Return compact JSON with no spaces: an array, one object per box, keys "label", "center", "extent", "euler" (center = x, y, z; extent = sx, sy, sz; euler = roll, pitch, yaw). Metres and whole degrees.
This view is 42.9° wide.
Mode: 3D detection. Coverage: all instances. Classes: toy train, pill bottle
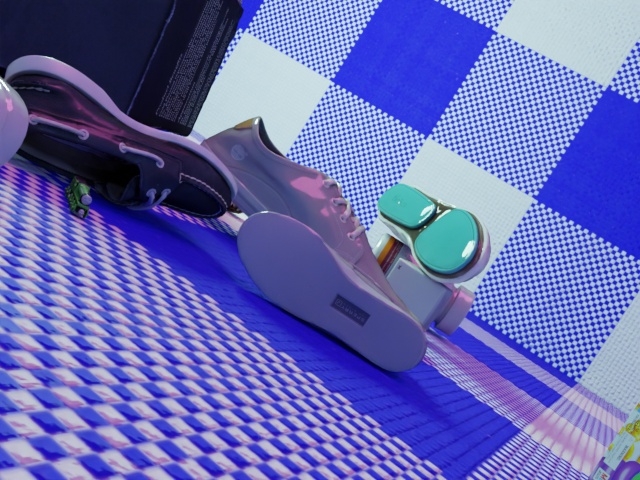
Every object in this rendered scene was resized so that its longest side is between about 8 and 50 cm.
[{"label":"toy train","center":[-0.229,-0.043,0.776],"extent":[0.017,0.024,0.083],"euler":[30,4,-28]},{"label":"pill bottle","center":[0.190,0.090,1.633],"extent":[0.221,0.121,0.121],"euler":[33,4,3]}]

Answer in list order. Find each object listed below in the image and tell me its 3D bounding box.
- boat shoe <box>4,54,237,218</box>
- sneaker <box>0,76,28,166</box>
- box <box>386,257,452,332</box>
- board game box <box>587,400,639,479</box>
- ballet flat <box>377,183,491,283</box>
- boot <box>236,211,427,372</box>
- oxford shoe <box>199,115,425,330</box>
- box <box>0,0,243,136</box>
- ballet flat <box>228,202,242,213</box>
[{"label":"boat shoe","center":[-0.218,-0.082,0.898],"extent":[0.302,0.091,0.114],"euler":[28,-38,-36]},{"label":"sneaker","center":[-0.366,-0.172,0.694],"extent":[0.290,0.106,0.123],"euler":[36,3,31]},{"label":"box","center":[0.162,0.101,1.443],"extent":[0.101,0.102,0.087],"euler":[35,4,18]},{"label":"board game box","center":[0.470,0.316,0.928],"extent":[0.144,0.142,0.275],"euler":[30,4,-26]},{"label":"ballet flat","center":[0.225,0.002,1.496],"extent":[0.139,0.139,0.400],"euler":[30,9,-24]},{"label":"boot","center":[0.007,0.061,0.968],"extent":[0.258,0.095,0.123],"euler":[40,-3,-6]},{"label":"oxford shoe","center":[0.004,-0.019,1.235],"extent":[0.449,0.130,0.169],"euler":[45,3,0]},{"label":"box","center":[-0.418,-0.401,1.328],"extent":[0.479,0.298,0.472],"euler":[24,3,0]},{"label":"ballet flat","center":[-0.220,-0.119,1.474],"extent":[0.221,0.077,0.079],"euler":[32,24,-11]}]
